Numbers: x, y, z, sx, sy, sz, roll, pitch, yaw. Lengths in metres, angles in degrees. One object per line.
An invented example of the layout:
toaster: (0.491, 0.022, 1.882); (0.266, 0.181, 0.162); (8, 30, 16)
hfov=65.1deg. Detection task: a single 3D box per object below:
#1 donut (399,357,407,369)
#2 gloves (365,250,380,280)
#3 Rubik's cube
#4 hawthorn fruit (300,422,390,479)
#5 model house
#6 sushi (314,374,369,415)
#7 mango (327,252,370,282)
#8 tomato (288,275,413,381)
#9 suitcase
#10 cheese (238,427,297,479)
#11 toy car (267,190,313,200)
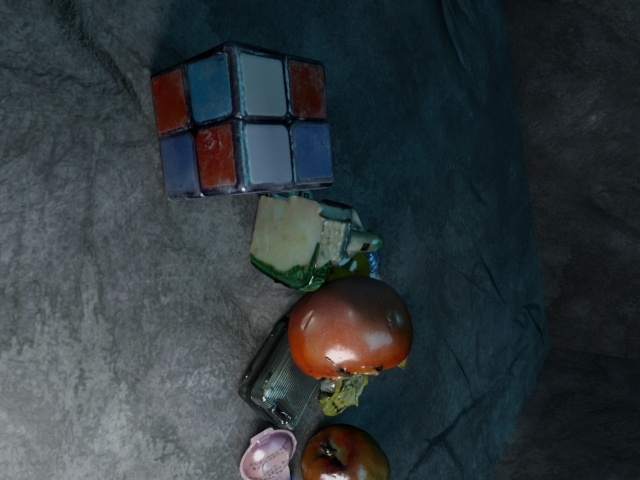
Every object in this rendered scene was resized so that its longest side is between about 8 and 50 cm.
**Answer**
donut: (0.234, 0.357, 1.901); (0.295, 0.112, 0.151); (47, 54, -42)
gloves: (0.167, 0.061, 1.834); (0.119, 0.097, 0.229); (-74, 143, -65)
Rubik's cube: (-0.184, -0.268, 1.221); (0.316, 0.318, 0.313); (-12, 99, -50)
hawthorn fruit: (0.062, 0.715, 1.593); (0.301, 0.268, 0.268); (48, 56, -33)
model house: (0.000, -0.003, 1.415); (0.284, 0.298, 0.243); (0, 104, -41)
sushi: (0.092, 0.471, 1.727); (0.291, 0.131, 0.139); (-57, 141, -32)
mango: (0.103, 0.134, 1.723); (0.167, 0.130, 0.262); (-37, 124, -49)
tomato: (0.067, 0.229, 1.341); (0.341, 0.341, 0.273); (9, 67, -50)
suitcase: (-0.094, 0.385, 1.493); (0.202, 0.128, 0.312); (56, 49, -32)
cheese: (-0.144, 0.656, 1.472); (0.189, 0.074, 0.286); (-26, 125, -21)
toy car: (-0.085, -0.133, 1.544); (0.205, 0.056, 0.095); (23, 73, -47)
